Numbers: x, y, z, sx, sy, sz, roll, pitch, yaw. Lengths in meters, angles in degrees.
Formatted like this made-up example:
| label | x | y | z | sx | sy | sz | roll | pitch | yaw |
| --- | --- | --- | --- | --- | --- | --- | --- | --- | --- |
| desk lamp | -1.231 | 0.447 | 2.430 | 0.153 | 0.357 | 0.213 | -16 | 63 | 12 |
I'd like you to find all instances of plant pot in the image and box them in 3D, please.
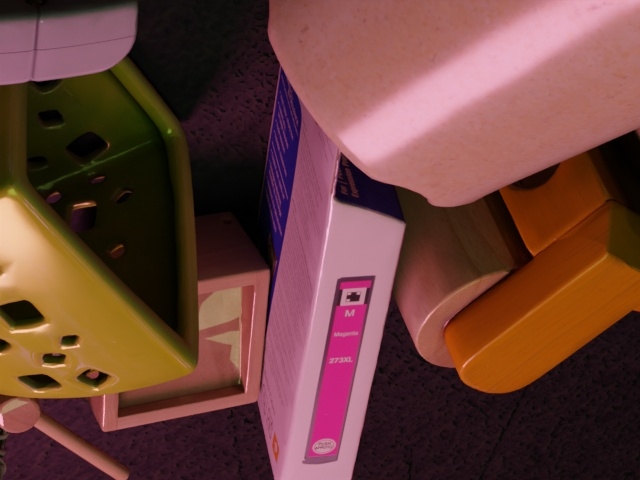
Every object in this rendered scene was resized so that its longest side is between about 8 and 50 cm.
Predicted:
| label | x | y | z | sx | sy | sz | roll | pitch | yaw |
| --- | --- | --- | --- | --- | --- | --- | --- | --- | --- |
| plant pot | -0.224 | -0.021 | 1.296 | 0.207 | 0.228 | 0.227 | -21 | 137 | 16 |
| plant pot | 0.139 | -0.184 | 1.177 | 0.334 | 0.334 | 0.305 | 28 | 134 | -36 |

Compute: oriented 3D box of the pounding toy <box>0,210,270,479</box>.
| label | x | y | z | sx | sy | sz | roll | pitch | yaw |
| --- | --- | --- | --- | --- | --- | --- | --- | --- | --- |
| pounding toy | -0.155 | 0.085 | 1.478 | 0.206 | 0.094 | 0.181 | -10 | 127 | -21 |

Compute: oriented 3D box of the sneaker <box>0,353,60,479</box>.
| label | x | y | z | sx | sy | sz | roll | pitch | yaw |
| --- | --- | --- | --- | --- | --- | --- | --- | --- | --- |
| sneaker | -0.250 | 0.137 | 1.512 | 0.086 | 0.132 | 0.229 | 15 | 130 | -28 |

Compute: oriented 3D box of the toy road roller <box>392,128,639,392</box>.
| label | x | y | z | sx | sy | sz | roll | pitch | yaw |
| --- | --- | --- | --- | --- | --- | --- | --- | --- | --- |
| toy road roller | 0.217 | -0.034 | 1.415 | 0.329 | 0.202 | 0.240 | -37 | 143 | 21 |

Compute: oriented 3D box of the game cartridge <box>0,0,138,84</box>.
| label | x | y | z | sx | sy | sz | roll | pitch | yaw |
| --- | --- | --- | --- | --- | --- | --- | --- | --- | --- |
| game cartridge | -0.262 | -0.166 | 1.146 | 0.297 | 0.198 | 0.062 | 1 | 135 | -15 |

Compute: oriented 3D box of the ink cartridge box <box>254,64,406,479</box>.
| label | x | y | z | sx | sy | sz | roll | pitch | yaw |
| --- | --- | --- | --- | --- | --- | --- | --- | --- | --- |
| ink cartridge box | 0.000 | 0.000 | 1.402 | 0.069 | 0.176 | 0.371 | -4 | 136 | -11 |
